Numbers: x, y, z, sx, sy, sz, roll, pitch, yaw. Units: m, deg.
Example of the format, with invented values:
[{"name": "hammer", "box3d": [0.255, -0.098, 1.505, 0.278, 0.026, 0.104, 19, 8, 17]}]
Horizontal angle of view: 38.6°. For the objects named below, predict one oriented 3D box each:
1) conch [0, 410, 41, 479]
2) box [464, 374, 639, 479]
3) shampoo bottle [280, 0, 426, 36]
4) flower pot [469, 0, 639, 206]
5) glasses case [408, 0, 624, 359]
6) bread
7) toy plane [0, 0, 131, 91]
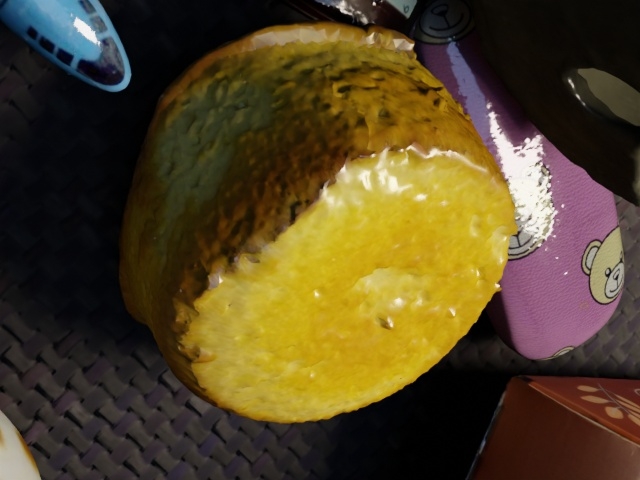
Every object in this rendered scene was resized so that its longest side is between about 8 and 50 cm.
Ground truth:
[{"name": "conch", "box3d": [-0.255, 0.190, 0.556, 0.149, 0.183, 0.275, 5, 115, -57]}, {"name": "box", "box3d": [0.244, 0.291, 0.756, 0.385, 0.122, 0.344, 10, 104, -46]}, {"name": "shampoo bottle", "box3d": [0.073, -0.286, 0.576, 0.129, 0.084, 0.323, 23, 97, -34]}, {"name": "flower pot", "box3d": [0.232, -0.173, 0.514, 0.251, 0.379, 0.379, -47, 119, -4]}, {"name": "glasses case", "box3d": [0.153, -0.051, 0.691, 0.123, 0.076, 0.316, -30, 115, -16]}, {"name": "bread", "box3d": [0.000, 0.000, 0.582, 0.268, 0.145, 0.268, -14, 135, -15]}, {"name": "toy plane", "box3d": [-0.200, -0.183, 0.478, 0.254, 0.105, 0.271, -43, 120, -4]}]
